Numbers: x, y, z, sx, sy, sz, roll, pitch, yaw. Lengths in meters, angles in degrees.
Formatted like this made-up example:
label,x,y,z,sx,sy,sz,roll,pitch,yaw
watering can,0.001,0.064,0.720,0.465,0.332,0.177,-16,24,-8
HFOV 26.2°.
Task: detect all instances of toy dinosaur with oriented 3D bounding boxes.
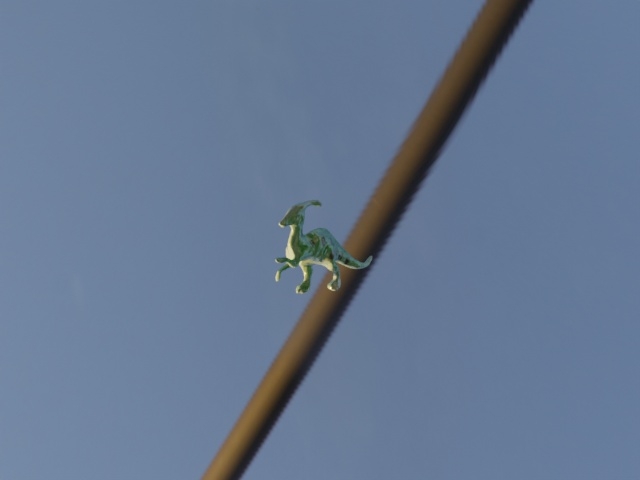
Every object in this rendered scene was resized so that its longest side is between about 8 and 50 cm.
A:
label,x,y,z,sx,sy,sz,roll,pitch,yaw
toy dinosaur,0.000,0.000,0.808,0.021,0.083,0.062,19,-57,36
